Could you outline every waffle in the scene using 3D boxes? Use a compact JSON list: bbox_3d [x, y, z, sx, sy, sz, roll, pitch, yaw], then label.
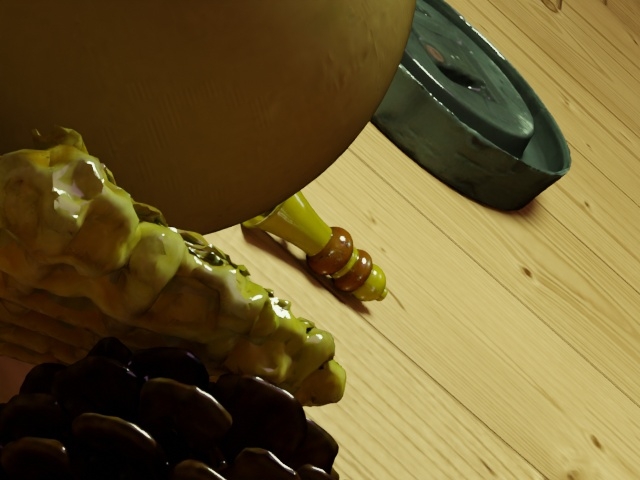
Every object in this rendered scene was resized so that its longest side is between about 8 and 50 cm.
[{"bbox_3d":[-0.121,0.011,0.778,0.254,0.052,0.245,8,-20,30],"label":"waffle"}]

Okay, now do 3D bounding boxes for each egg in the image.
[{"bbox_3d":[-0.122,-0.166,0.969,0.374,0.301,0.301,48,19,29],"label":"egg"}]

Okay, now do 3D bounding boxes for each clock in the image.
[{"bbox_3d":[0.095,-0.139,1.690,0.280,0.055,0.281,37,21,-17],"label":"clock"}]

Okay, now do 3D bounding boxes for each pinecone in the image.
[{"bbox_3d":[-0.072,0.131,0.693,0.163,0.163,0.165,42,39,-6],"label":"pinecone"}]

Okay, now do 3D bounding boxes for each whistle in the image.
[{"bbox_3d":[-0.004,0.003,1.262,0.109,0.057,0.046,42,63,-31],"label":"whistle"}]
